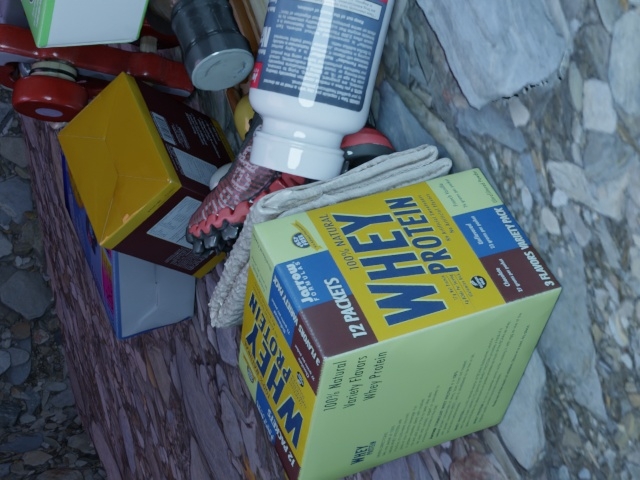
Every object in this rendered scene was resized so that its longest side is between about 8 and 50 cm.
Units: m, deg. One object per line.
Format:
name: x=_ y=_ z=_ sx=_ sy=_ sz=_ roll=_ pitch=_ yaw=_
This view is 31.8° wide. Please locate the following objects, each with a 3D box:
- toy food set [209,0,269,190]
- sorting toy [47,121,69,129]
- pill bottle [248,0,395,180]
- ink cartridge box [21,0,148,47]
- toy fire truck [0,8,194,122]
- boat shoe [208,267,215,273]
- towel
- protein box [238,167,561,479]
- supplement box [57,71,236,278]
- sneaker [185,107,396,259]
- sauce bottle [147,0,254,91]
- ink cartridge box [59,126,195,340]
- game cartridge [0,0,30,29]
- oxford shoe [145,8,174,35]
toy food set: x=-0.103 y=-0.168 z=1.320 sx=0.220 sy=0.092 sz=0.306 roll=128 pitch=124 yaw=-65
sorting toy: x=-0.333 y=-0.178 z=1.752 sx=0.193 sy=0.208 sz=0.038 roll=38 pitch=115 yaw=59
pill bottle: x=-0.004 y=-0.146 z=0.971 sx=0.108 sy=0.108 sz=0.180 roll=24 pitch=102 yaw=65
ink cartridge box: x=-0.256 y=-0.363 z=1.128 sx=0.273 sy=0.114 sz=0.198 roll=66 pitch=150 yaw=25
toy fire truck: x=-0.333 y=-0.233 z=1.601 sx=0.254 sy=0.302 sz=0.169 roll=158 pitch=118 yaw=-65
boat shoe: x=-0.182 y=-0.033 z=1.670 sx=0.083 sy=0.065 sz=0.183 roll=56 pitch=158 yaw=36
towel: x=0.000 y=0.000 z=1.031 sx=0.049 sy=0.187 sz=0.282 roll=65 pitch=157 yaw=14
protein box: x=0.054 y=0.074 z=0.917 sx=0.200 sy=0.201 sz=0.136 roll=100 pitch=148 yaw=-49
supplement box: x=-0.203 y=-0.080 z=1.448 sx=0.129 sy=0.194 sz=0.191 roll=-39 pitch=57 yaw=19
sneaker: x=-0.041 y=-0.073 z=1.131 sx=0.276 sy=0.097 sz=0.135 roll=-31 pitch=61 yaw=39
sauce bottle: x=-0.159 y=-0.316 z=1.202 sx=0.111 sy=0.111 sz=0.344 roll=111 pitch=142 yaw=-57
ink cartridge box: x=-0.348 y=-0.069 z=1.953 sx=0.270 sy=0.151 sz=0.395 roll=100 pitch=150 yaw=-48
game cartridge: x=-0.340 y=-0.367 z=1.606 sx=0.355 sy=0.230 sz=0.068 roll=160 pitch=106 yaw=-69
oxford shoe: x=-0.178 y=-0.364 z=1.426 sx=0.212 sy=0.076 sz=0.076 roll=119 pitch=171 yaw=-50
